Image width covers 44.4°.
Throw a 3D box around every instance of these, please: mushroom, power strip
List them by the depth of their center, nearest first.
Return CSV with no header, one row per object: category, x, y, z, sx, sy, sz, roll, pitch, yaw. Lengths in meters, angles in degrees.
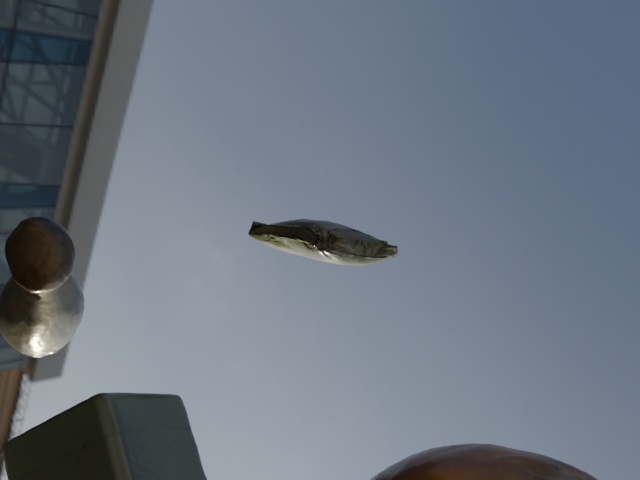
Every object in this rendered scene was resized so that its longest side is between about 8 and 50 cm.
power strip,-0.190,0.274,0.756,0.140,0.139,0.224,-27,-111,17
mushroom,-0.422,0.087,1.178,0.128,0.128,0.350,61,-31,19

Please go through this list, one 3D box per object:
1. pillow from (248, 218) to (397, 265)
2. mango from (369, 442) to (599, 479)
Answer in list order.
pillow,0.000,0.000,1.041,0.208,0.119,0.053,11,-91,58
mango,0.155,0.235,0.498,0.187,0.359,0.144,-5,-127,48
